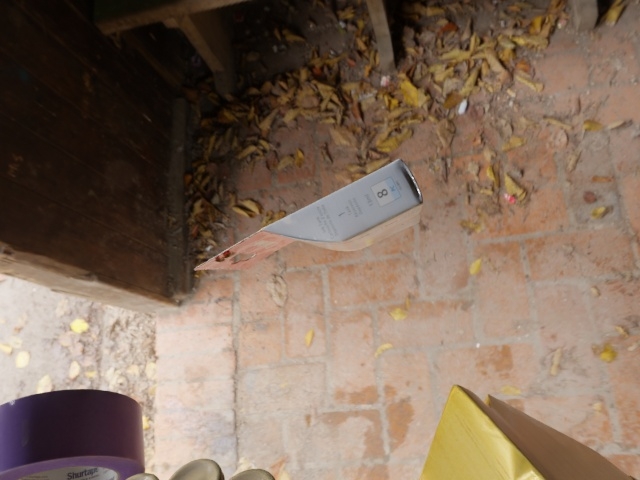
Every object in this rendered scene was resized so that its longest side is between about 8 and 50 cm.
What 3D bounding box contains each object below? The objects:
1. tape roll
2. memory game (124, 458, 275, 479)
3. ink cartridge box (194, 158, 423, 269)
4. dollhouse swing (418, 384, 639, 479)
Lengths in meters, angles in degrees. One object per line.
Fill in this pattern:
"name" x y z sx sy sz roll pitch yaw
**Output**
"tape roll" -0.312 0.257 0.643 0.189 0.189 0.080 -23 55 7
"memory game" -0.088 0.179 0.242 0.186 0.186 0.012 -15 116 7
"ink cartridge box" 0.000 0.000 0.986 0.385 0.308 0.091 -28 83 7
"dollhouse swing" 0.220 0.383 0.477 0.305 0.346 0.315 -57 27 7
